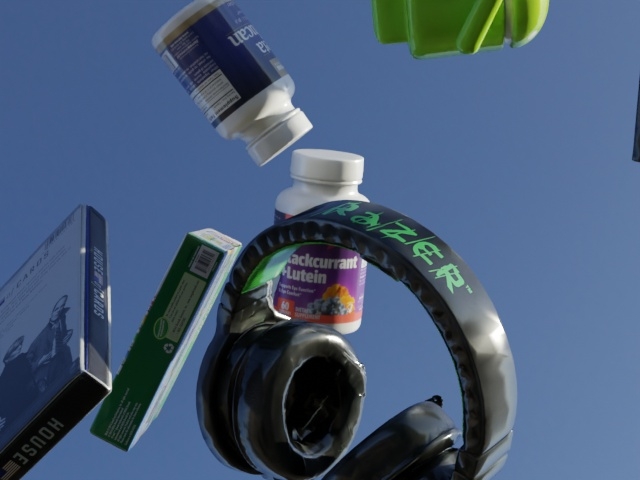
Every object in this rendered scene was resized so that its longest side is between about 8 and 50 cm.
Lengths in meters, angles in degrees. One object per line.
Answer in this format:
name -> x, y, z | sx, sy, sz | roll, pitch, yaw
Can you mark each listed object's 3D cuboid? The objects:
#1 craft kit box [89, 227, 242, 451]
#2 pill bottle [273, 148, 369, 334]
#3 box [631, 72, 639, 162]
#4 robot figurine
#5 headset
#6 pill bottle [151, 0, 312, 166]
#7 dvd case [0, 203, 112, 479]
craft kit box -> -0.176, 0.107, 1.678 | 0.061, 0.246, 0.250 | 27, -88, 3
pill bottle -> 0.000, 0.000, 1.578 | 0.108, 0.108, 0.193 | 1, -79, -19
box -> 0.390, -0.228, 1.254 | 0.295, 0.073, 0.293 | -19, -64, -43
robot figurine -> 0.090, -0.150, 0.893 | 0.115, 0.101, 0.067 | -7, -77, 0
headset -> 0.030, 0.147, 1.109 | 0.185, 0.243, 0.394 | -24, -40, -47
pill bottle -> -0.085, -0.162, 1.444 | 0.094, 0.094, 0.169 | -36, -87, 12
dvd case -> -0.212, 0.090, 0.977 | 0.029, 0.238, 0.179 | 40, -75, -23
